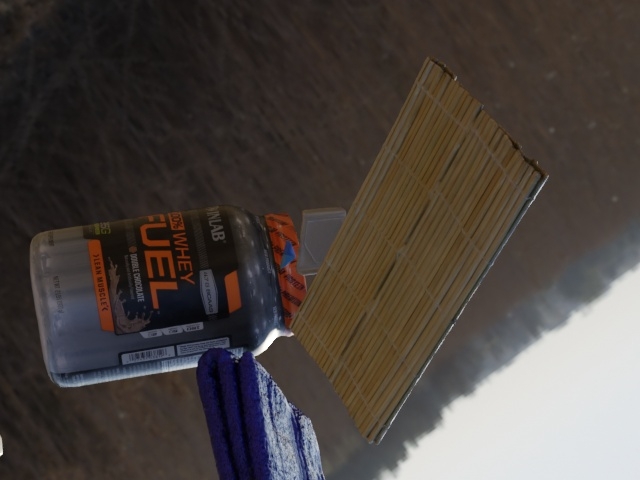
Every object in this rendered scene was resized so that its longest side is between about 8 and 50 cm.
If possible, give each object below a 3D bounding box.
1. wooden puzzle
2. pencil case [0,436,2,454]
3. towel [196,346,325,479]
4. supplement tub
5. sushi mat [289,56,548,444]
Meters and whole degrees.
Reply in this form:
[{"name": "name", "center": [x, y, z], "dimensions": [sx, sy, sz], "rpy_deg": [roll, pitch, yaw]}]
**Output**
[{"name": "wooden puzzle", "center": [0.000, 0.000, 1.421], "dimensions": [0.014, 0.078, 0.116], "rpy_deg": [14, -173, 42]}, {"name": "pencil case", "center": [-0.540, 0.131, 1.802], "dimensions": [0.160, 0.410, 0.183], "rpy_deg": [-3, -177, -4]}, {"name": "towel", "center": [-0.053, 0.267, 1.563], "dimensions": [0.076, 0.227, 0.308], "rpy_deg": [-20, 155, 7]}, {"name": "supplement tub", "center": [-0.197, 0.067, 1.672], "dimensions": [0.338, 0.207, 0.207], "rpy_deg": [-9, 167, -10]}, {"name": "sushi mat", "center": [0.069, 0.015, 1.058], "dimensions": [0.019, 0.151, 0.316], "rpy_deg": [-4, 136, -36]}]
